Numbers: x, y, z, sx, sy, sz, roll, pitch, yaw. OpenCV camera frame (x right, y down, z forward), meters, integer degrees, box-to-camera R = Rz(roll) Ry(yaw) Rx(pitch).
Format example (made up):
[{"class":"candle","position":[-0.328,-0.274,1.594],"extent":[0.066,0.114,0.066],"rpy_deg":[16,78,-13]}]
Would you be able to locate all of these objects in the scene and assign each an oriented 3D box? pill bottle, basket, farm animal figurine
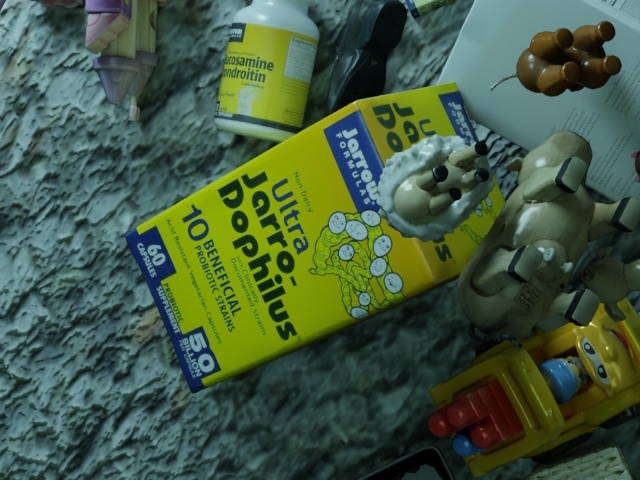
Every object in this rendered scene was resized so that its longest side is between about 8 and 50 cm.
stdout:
[{"class":"pill bottle","position":[-0.058,-0.210,1.515],"extent":[0.103,0.103,0.184],"rpy_deg":[11,92,9]},{"class":"basket","position":[0.294,0.281,1.428],"extent":[0.113,0.167,0.103],"rpy_deg":[-21,82,9]},{"class":"farm animal figurine","position":[0.242,-0.019,1.231],"extent":[0.327,0.172,0.330],"rpy_deg":[-42,98,-22]}]

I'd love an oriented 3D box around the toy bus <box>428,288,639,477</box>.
[{"class":"toy bus","position":[0.221,0.160,1.383],"extent":[0.220,0.211,0.149],"rpy_deg":[-35,76,41]}]

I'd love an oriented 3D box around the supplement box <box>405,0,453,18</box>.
[{"class":"supplement box","position":[0.127,-0.313,1.508],"extent":[0.083,0.056,0.083],"rpy_deg":[-23,87,9]}]

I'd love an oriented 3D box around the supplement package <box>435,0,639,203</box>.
[{"class":"supplement package","position":[0.297,-0.203,1.372],"extent":[0.263,0.198,0.199],"rpy_deg":[31,136,8]}]

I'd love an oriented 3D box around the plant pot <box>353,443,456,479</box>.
[{"class":"plant pot","position":[0.093,0.335,1.459],"extent":[0.187,0.167,0.188],"rpy_deg":[-28,87,8]}]

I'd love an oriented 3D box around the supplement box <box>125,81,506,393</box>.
[{"class":"supplement box","position":[0.000,0.000,1.388],"extent":[0.356,0.195,0.194],"rpy_deg":[-27,85,37]}]

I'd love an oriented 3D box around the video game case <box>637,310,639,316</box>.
[{"class":"video game case","position":[0.424,0.042,1.382],"extent":[0.023,0.212,0.193],"rpy_deg":[41,96,-4]}]

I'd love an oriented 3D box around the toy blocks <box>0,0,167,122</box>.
[{"class":"toy blocks","position":[-0.211,-0.278,1.452],"extent":[0.309,0.288,0.260],"rpy_deg":[2,87,6]}]

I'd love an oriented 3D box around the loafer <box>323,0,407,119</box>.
[{"class":"loafer","position":[0.043,-0.208,1.529],"extent":[0.061,0.062,0.170],"rpy_deg":[37,106,46]}]
